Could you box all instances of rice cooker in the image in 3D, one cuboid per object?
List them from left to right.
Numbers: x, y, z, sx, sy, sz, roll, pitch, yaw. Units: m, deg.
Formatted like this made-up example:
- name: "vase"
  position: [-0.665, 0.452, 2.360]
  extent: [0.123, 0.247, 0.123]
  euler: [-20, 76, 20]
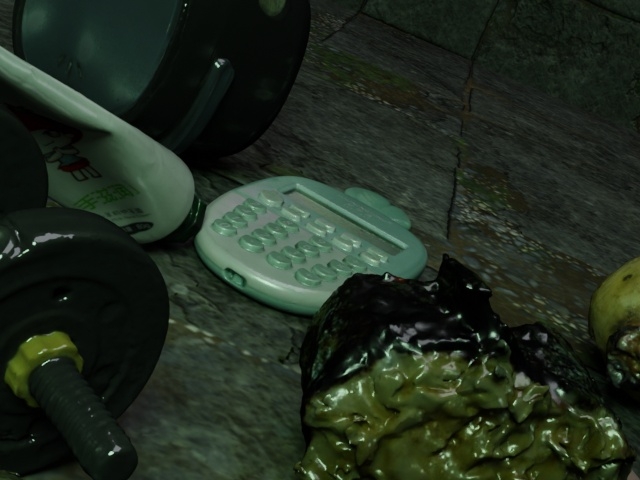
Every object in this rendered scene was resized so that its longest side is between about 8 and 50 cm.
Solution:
- name: "rice cooker"
  position: [-0.151, -0.206, 0.941]
  extent: [0.267, 0.267, 0.224]
  euler: [33, 16, 25]

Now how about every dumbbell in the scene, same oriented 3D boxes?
- name: "dumbbell"
  position: [-0.182, 0.014, 0.498]
  extent: [0.143, 0.143, 0.325]
  euler: [1, 30, -45]

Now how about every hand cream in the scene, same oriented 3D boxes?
- name: "hand cream"
  position: [-0.189, -0.070, 0.649]
  extent: [0.121, 0.076, 0.336]
  euler: [-8, -20, 25]

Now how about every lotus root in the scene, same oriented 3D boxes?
- name: "lotus root"
  position: [0.338, 0.081, 0.881]
  extent: [0.160, 0.146, 0.284]
  euler: [15, 16, 36]

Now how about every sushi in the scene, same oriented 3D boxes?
- name: "sushi"
  position: [0.095, 0.098, 0.578]
  extent: [0.212, 0.147, 0.115]
  euler: [25, 15, -16]

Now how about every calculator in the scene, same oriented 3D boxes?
- name: "calculator"
  position: [0.000, 0.000, 0.874]
  extent: [0.184, 0.042, 0.295]
  euler: [30, 24, 19]

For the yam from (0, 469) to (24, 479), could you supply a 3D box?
- name: "yam"
  position: [-0.131, 0.128, 0.328]
  extent: [0.183, 0.107, 0.107]
  euler: [21, 20, 7]

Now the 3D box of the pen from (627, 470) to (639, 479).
- name: "pen"
  position: [0.203, 0.174, 0.668]
  extent: [0.053, 0.032, 0.197]
  euler: [18, 18, -16]
